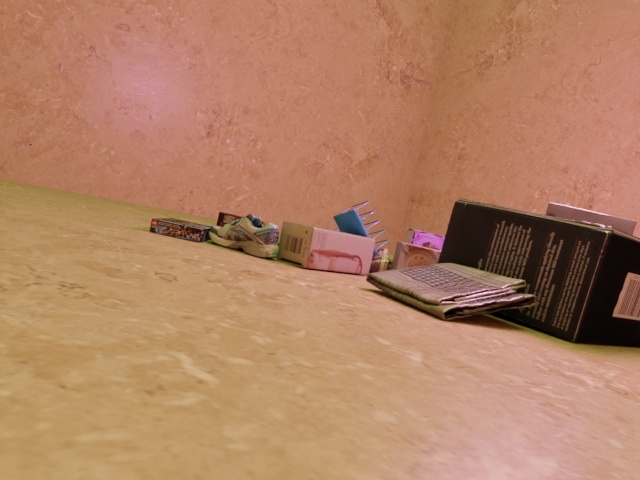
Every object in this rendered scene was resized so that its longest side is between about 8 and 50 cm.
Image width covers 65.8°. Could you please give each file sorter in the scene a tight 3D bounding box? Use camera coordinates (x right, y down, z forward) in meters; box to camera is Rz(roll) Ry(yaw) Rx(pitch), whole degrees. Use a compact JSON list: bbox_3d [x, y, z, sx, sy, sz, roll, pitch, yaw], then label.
[{"bbox_3d":[0.151,-0.042,1.759,0.104,0.170,0.118,-33,10,-35],"label":"file sorter"}]

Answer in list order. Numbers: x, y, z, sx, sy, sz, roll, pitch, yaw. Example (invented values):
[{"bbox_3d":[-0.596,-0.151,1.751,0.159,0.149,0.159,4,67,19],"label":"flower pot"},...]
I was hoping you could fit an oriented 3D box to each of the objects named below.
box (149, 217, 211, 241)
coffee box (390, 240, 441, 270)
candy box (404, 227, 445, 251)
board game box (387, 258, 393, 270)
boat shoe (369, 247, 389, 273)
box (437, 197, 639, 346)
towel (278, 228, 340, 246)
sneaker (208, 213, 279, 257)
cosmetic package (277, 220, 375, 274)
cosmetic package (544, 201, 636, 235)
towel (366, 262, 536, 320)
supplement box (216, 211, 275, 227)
[{"bbox_3d":[-0.452,-0.037,1.644,0.159,0.044,0.233,13,2,-3],"label":"box"},{"bbox_3d":[0.371,0.098,1.673,0.246,0.141,0.098,14,2,-2],"label":"coffee box"},{"bbox_3d":[0.426,0.063,2.057,0.164,0.196,0.070,11,3,-18],"label":"candy box"},{"bbox_3d":[0.275,0.100,2.258,0.165,0.042,0.243,10,3,-37],"label":"board game box"},{"bbox_3d":[0.195,0.073,1.819,0.092,0.103,0.285,17,8,0],"label":"boat shoe"},{"bbox_3d":[0.687,0.089,1.458,0.479,0.297,0.471,11,8,-35],"label":"box"},{"bbox_3d":[0.000,0.000,2.039,0.243,0.040,0.336,1,-9,-34],"label":"towel"},{"bbox_3d":[-0.239,-0.027,1.588,0.283,0.122,0.110,14,3,31],"label":"sneaker"},{"bbox_3d":[0.022,0.028,1.604,0.296,0.129,0.153,9,2,-44],"label":"cosmetic package"},{"bbox_3d":[0.816,-0.060,1.505,0.239,0.060,0.099,17,5,27],"label":"cosmetic package"},{"bbox_3d":[0.325,0.112,1.250,0.312,0.056,0.324,-3,13,-28],"label":"towel"},{"bbox_3d":[-0.264,-0.028,1.712,0.188,0.104,0.081,14,2,19],"label":"supplement box"}]
